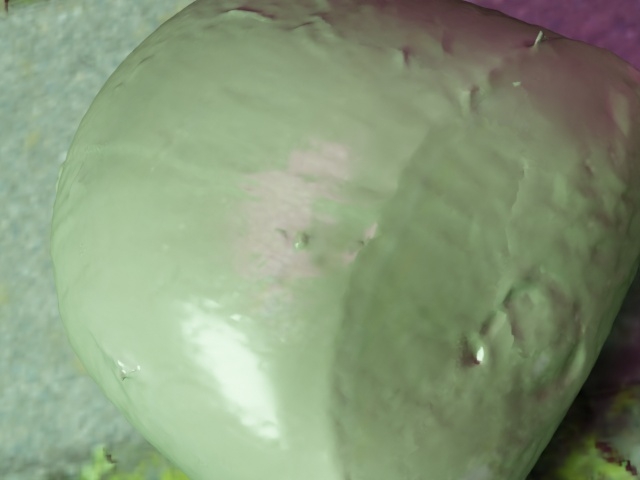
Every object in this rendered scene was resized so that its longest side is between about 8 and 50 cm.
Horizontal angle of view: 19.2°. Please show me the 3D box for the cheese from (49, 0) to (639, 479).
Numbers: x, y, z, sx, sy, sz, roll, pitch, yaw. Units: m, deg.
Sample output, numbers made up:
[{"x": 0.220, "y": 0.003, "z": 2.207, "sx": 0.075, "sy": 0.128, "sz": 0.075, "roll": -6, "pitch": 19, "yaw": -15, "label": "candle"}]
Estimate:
[{"x": 0.000, "y": 0.000, "z": 0.645, "sx": 0.189, "sy": 0.154, "sz": 0.198, "roll": 26, "pitch": 82, "yaw": 37, "label": "cheese"}]
